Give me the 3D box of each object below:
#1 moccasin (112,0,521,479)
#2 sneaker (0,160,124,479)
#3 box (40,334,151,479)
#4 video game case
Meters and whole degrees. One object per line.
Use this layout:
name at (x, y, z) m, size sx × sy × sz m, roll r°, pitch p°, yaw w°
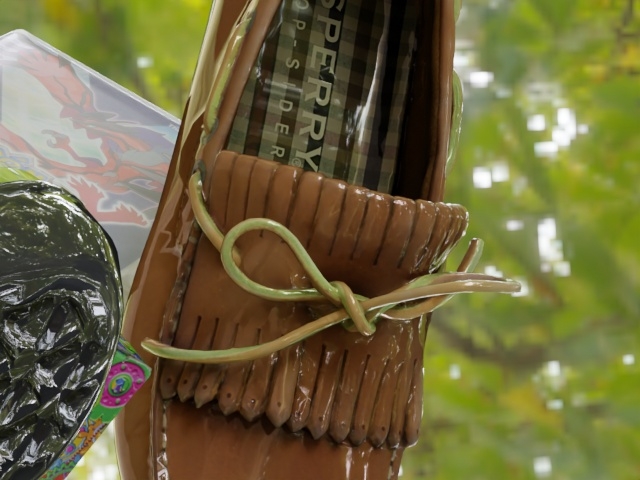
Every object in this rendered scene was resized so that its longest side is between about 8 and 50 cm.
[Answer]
moccasin at (0.003, 0.001, 0.865) m, size 0.147 × 0.139 × 0.380 m, roll 137°, pitch -30°, yaw -61°
sneaker at (-0.136, 0.014, 0.296) m, size 0.097 × 0.235 × 0.084 m, roll 41°, pitch -61°, yaw 30°
box at (-0.267, -0.012, 0.755) m, size 0.177 × 0.290 × 0.279 m, roll -51°, pitch -137°, yaw 6°
video game case at (-0.130, -0.039, 1.058) m, size 0.201 × 0.183 × 0.023 m, roll 30°, pitch -61°, yaw 13°
